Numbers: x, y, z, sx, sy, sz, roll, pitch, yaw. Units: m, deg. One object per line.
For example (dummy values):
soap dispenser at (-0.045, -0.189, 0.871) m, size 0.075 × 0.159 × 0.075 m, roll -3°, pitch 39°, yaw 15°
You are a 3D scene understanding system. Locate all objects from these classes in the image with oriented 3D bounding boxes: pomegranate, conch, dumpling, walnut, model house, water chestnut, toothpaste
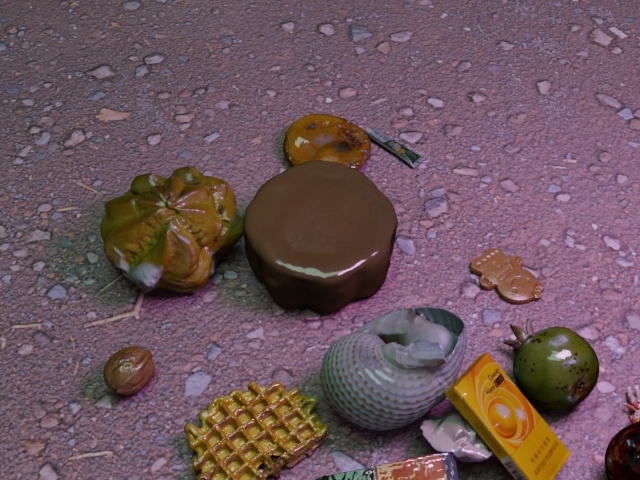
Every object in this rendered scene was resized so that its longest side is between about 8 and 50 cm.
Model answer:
pomegranate at (0.493, 0.260, 1.790) m, size 0.182 × 0.181 × 0.224 m, roll -17°, pitch 29°, yaw -11°
conch at (0.172, 0.275, 1.742) m, size 0.319 × 0.215 × 0.303 m, roll 0°, pitch 26°, yaw 44°
dumpling at (0.300, 0.406, 1.682) m, size 0.188 × 0.108 × 0.127 m, roll 16°, pitch 7°, yaw -10°
walnut at (-0.426, 0.289, 1.846) m, size 0.105 × 0.105 × 0.124 m, roll 27°, pitch 55°, yaw 23°
model house at (0.143, 0.566, 1.557) m, size 0.272 × 0.190 × 0.300 m, roll -8°, pitch 65°, yaw -9°
water chestnut at (0.661, 0.437, 1.583) m, size 0.224 × 0.238 × 0.223 m, roll -9°, pitch 44°, yaw 9°
toothpaste at (0.203, -0.268, 2.337) m, size 0.204 × 0.031 × 0.049 m, roll 36°, pitch 62°, yaw 27°

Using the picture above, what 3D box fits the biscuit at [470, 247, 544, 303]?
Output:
biscuit at (0.453, 0.089, 2.020) m, size 0.134 × 0.027 × 0.184 m, roll -20°, pitch 51°, yaw -16°

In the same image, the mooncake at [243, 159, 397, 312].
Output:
mooncake at (0.000, 0.000, 2.018) m, size 0.379 × 0.200 × 0.378 m, roll 0°, pitch 53°, yaw 0°

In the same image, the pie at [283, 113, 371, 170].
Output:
pie at (0.022, -0.262, 2.315) m, size 0.274 × 0.069 × 0.273 m, roll -1°, pitch 51°, yaw 1°

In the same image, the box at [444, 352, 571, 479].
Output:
box at (0.383, 0.371, 1.672) m, size 0.269 × 0.043 × 0.152 m, roll 51°, pitch 43°, yaw 5°

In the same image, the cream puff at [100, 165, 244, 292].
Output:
cream puff at (-0.371, -0.053, 2.025) m, size 0.379 × 0.275 × 0.378 m, roll -3°, pitch 48°, yaw 3°

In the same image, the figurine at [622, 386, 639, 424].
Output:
figurine at (0.681, 0.360, 1.763) m, size 0.064 × 0.047 × 0.109 m, roll -4°, pitch 40°, yaw 9°

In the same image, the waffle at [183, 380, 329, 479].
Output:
waffle at (-0.138, 0.424, 1.741) m, size 0.310 × 0.065 × 0.283 m, roll 0°, pitch 47°, yaw 8°
